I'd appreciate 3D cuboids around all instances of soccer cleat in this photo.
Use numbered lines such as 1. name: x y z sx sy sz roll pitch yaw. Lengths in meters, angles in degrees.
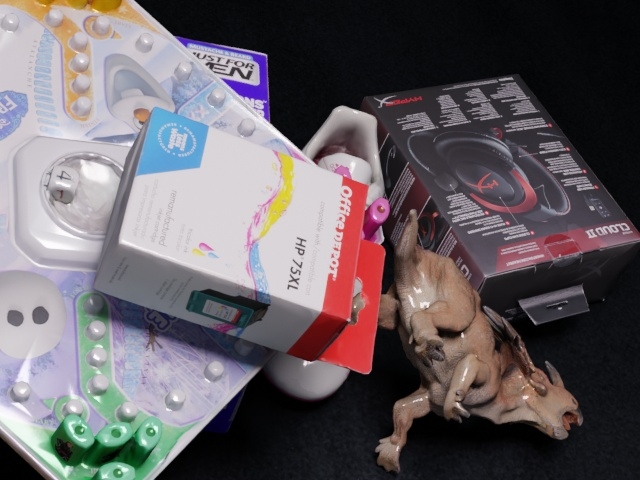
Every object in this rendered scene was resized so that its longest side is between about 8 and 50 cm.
1. soccer cleat: 0.000 0.000 1.413 0.116 0.143 0.331 15 46 -8

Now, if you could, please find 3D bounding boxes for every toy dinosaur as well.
1. toy dinosaur: 0.123 0.085 1.343 0.200 0.127 0.295 -42 117 -45

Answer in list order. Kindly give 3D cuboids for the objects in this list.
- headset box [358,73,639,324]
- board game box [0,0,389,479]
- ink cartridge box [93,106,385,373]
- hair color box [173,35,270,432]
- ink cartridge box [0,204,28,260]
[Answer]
1. headset box: 0.187 -0.033 1.540 0.218 0.110 0.293 -12 55 -30
2. board game box: -0.184 -0.037 1.146 0.390 0.050 0.390 42 51 4
3. ink cartridge box: -0.045 0.004 1.104 0.231 0.078 0.134 19 54 -15
4. hair color box: -0.115 -0.010 1.348 0.110 0.185 0.338 8 47 -15
5. ink cartridge box: -0.304 0.035 1.215 0.283 0.207 0.117 -13 58 -32
